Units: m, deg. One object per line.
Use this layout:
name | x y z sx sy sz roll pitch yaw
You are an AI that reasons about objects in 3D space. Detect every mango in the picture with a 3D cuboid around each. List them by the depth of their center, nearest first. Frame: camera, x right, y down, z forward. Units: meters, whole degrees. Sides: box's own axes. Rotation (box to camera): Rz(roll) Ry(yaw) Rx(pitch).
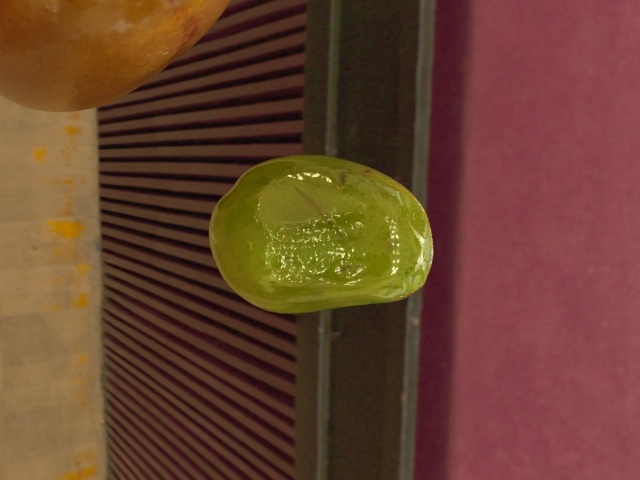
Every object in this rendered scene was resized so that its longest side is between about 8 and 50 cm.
mango | -0.001 -0.006 0.558 0.163 0.089 0.117 -6 74 6
mango | -0.199 -0.234 0.653 0.221 0.378 0.264 46 68 -8
